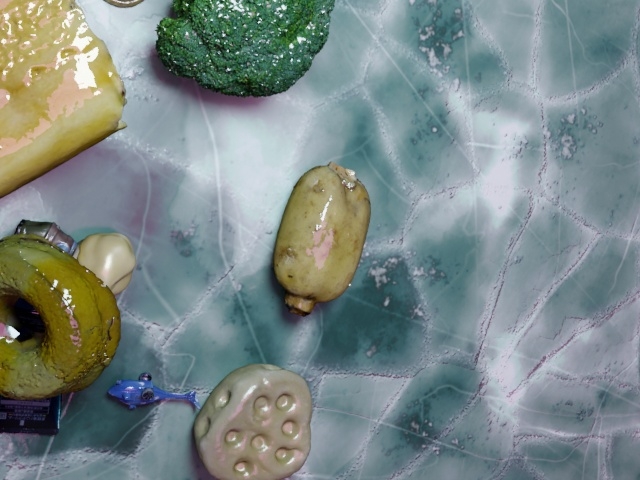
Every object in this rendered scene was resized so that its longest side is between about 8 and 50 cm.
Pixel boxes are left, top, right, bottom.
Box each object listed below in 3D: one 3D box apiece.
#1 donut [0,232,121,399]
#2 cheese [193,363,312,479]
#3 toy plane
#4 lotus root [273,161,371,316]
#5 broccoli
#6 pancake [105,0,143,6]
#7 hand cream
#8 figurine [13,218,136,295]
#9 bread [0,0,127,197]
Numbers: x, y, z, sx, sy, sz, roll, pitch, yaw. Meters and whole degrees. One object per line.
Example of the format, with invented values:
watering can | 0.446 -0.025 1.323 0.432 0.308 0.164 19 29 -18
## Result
donut | -0.450 0.125 1.218 0.272 0.107 0.272 1 98 7
cheese | -0.116 0.340 1.460 0.235 0.117 0.218 -36 111 -17
toy plane | -0.292 0.274 1.413 0.167 0.054 0.062 9 118 -24
lotus root | 0.000 0.000 1.453 0.160 0.146 0.284 19 92 -7
broccoli | -0.122 -0.371 1.298 0.308 0.308 0.275 -11 75 -23
pancake | -0.328 -0.442 1.320 0.115 0.011 0.114 -3 97 -26
hand cream | -0.475 0.194 1.316 0.120 0.061 0.270 7 99 -23
figurine | -0.400 0.025 1.299 0.196 0.114 0.108 18 95 -17
bread | -0.521 -0.232 1.139 0.394 0.250 0.361 -34 107 -13
